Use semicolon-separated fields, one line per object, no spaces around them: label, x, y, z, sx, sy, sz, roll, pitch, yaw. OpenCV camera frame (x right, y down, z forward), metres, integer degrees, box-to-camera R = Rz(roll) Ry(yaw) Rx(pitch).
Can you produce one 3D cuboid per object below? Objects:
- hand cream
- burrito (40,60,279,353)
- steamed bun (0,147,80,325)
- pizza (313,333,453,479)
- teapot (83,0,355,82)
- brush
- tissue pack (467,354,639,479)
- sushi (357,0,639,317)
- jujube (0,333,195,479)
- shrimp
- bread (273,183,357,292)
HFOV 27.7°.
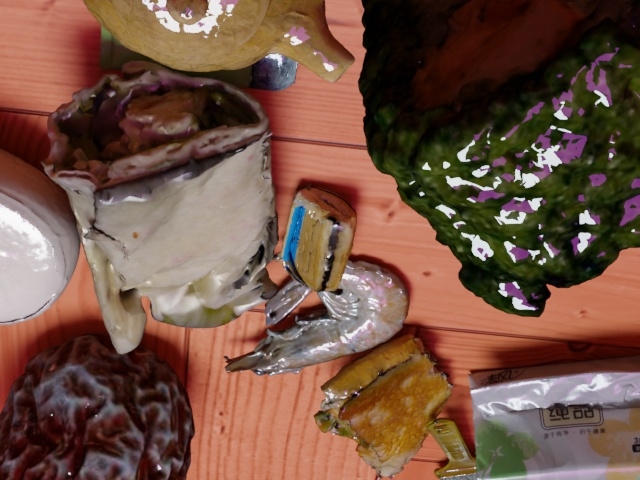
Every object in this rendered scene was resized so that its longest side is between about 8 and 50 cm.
hand cream;-0.104;-0.172;1.126;0.175;0.046;0.095;11;136;0
burrito;-0.143;-0.024;1.212;0.190;0.135;0.332;-24;153;-13
steamed bun;-0.337;-0.022;1.226;0.228;0.131;0.177;18;125;-11
pizza;0.075;0.180;1.461;0.147;0.069;0.226;-42;145;0
teapot;-0.104;-0.216;0.977;0.311;0.167;0.203;29;122;-19
brush;0.164;0.253;1.540;0.082;0.010;0.218;-11;149;12
tissue pack;0.279;0.202;1.411;0.229;0.159;0.145;-7;134;10
sushi;0.182;-0.149;0.919;0.294;0.352;0.178;-27;126;27
jujube;-0.257;0.264;1.395;0.226;0.317;0.226;8;147;5
shrimp;-0.014;0.084;1.383;0.223;0.047;0.126;-23;123;15
bread;0.000;0.000;1.286;0.072;0.053;0.106;36;138;22
